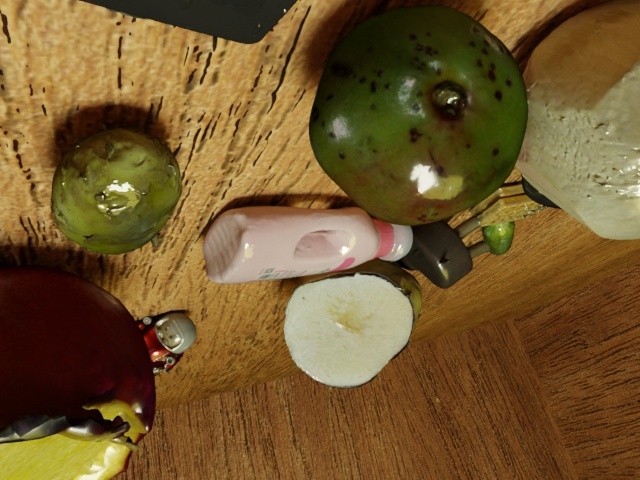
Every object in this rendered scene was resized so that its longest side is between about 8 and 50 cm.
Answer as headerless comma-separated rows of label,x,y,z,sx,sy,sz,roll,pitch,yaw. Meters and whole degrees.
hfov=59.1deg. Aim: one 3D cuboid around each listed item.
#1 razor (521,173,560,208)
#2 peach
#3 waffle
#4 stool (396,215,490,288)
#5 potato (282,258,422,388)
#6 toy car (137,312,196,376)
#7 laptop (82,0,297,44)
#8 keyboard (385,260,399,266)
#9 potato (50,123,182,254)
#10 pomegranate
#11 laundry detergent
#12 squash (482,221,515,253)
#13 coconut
razor,0.484,-0.076,0.864,0.348,0.114,0.204,12,178,-28
peach,-0.393,0.214,0.636,0.339,0.353,0.416,-60,-175,20
waffle,0.356,-0.069,1.030,0.147,0.042,0.102,-10,161,-24
stool,0.203,0.008,0.991,0.121,0.125,0.217,-38,-173,-9
potato,0.064,0.119,1.103,0.246,0.196,0.300,28,127,-6
toy car,-0.301,0.194,1.132,0.112,0.112,0.139,-36,169,6
laptop,-0.083,-0.182,0.326,0.207,0.026,0.154,0,154,-44
keyboard,0.148,0.051,1.221,0.230,0.025,0.093,-23,159,17
potato,-0.195,-0.037,0.548,0.117,0.090,0.225,-17,170,-21
pomegranate,0.077,-0.100,0.504,0.181,0.182,0.224,-16,177,-4
laundry detergent,0.000,0.000,0.842,0.335,0.088,0.159,-4,157,-37
squash,0.373,-0.012,1.182,0.066,0.066,0.229,-21,163,13
coconut,0.303,-0.120,0.566,0.241,0.241,0.241,-15,162,-5
